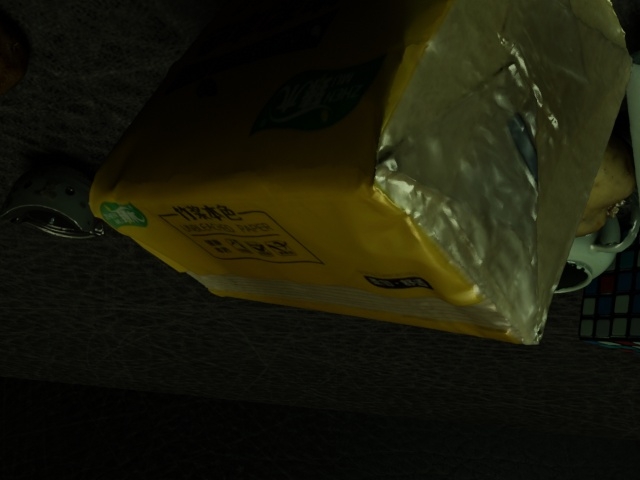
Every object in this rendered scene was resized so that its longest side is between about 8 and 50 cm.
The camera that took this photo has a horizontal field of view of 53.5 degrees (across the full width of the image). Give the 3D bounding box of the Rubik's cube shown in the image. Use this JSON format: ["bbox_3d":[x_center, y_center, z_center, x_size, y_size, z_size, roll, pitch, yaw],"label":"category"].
[{"bbox_3d":[0.536,0.086,0.975,0.187,0.184,0.182,17,168,-16],"label":"Rubik's cube"}]

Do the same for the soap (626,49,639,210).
[{"bbox_3d":[0.425,-0.110,0.681,0.150,0.094,0.261,23,157,42],"label":"soap"}]

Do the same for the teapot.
[{"bbox_3d":[0.352,0.006,0.965,0.193,0.130,0.294,20,150,-25],"label":"teapot"}]

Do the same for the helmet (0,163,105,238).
[{"bbox_3d":[-0.427,-0.067,1.040,0.153,0.107,0.177,8,172,-8],"label":"helmet"}]

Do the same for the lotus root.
[{"bbox_3d":[0.260,-0.092,0.778,0.284,0.160,0.146,18,-167,-16],"label":"lotus root"}]

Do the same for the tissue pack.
[{"bbox_3d":[0.018,-0.094,0.552,0.381,0.293,0.228,3,146,47],"label":"tissue pack"}]

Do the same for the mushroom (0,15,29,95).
[{"bbox_3d":[-0.416,-0.229,0.762,0.127,0.087,0.127,-15,150,-9],"label":"mushroom"}]
